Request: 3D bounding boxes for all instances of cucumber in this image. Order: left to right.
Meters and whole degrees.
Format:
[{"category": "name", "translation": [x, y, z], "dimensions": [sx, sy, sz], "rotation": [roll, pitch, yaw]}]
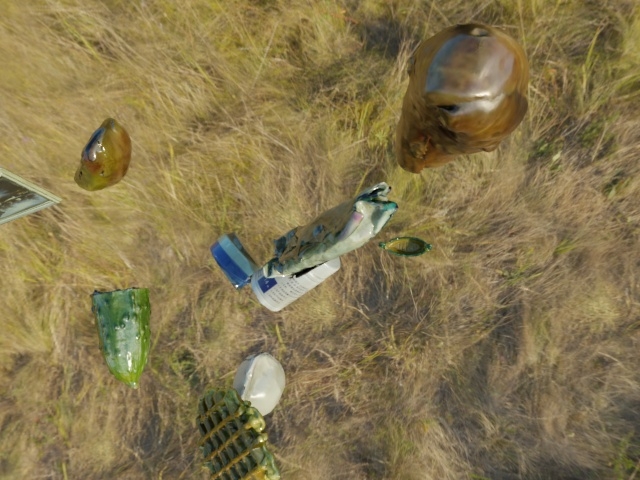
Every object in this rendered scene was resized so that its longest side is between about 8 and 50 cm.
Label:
[{"category": "cucumber", "translation": [-0.457, 0.229, 0.975], "dimensions": [0.134, 0.134, 0.244], "rotation": [-12, 84, 10]}]

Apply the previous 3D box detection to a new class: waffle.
[{"category": "waffle", "translation": [-0.222, 0.507, 1.032], "dimensions": [0.301, 0.058, 0.281], "rotation": [-21, 82, 42]}]

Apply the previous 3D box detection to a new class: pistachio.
[{"category": "pistachio", "translation": [-0.262, -0.098, 0.514], "dimensions": [0.049, 0.173, 0.089], "rotation": [33, 83, -25]}]

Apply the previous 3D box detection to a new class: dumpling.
[{"category": "dumpling", "translation": [-0.221, 0.519, 1.408], "dimensions": [0.181, 0.341, 0.260], "rotation": [26, 60, -14]}]

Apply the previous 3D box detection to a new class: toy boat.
[{"category": "toy boat", "translation": [0.372, 0.027, 1.811], "dimensions": [0.230, 0.088, 0.088], "rotation": [1, 87, 16]}]

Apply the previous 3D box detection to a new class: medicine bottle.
[{"category": "medicine bottle", "translation": [-0.100, 0.126, 1.673], "dimensions": [0.332, 0.190, 0.189], "rotation": [-36, 72, 18]}]

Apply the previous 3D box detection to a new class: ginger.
[{"category": "ginger", "translation": [0.197, -0.194, 0.594], "dimensions": [0.165, 0.321, 0.172], "rotation": [44, 88, 8]}]

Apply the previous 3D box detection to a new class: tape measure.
[{"category": "tape measure", "translation": [-0.391, 0.087, 1.940], "dimensions": [0.138, 0.259, 0.262], "rotation": [-35, 98, -5]}]

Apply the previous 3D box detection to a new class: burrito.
[{"category": "burrito", "translation": [0.002, -0.002, 0.667], "dimensions": [0.309, 0.066, 0.096], "rotation": [-28, 39, 48]}]

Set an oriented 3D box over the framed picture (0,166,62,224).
[{"category": "framed picture", "translation": [-0.785, -0.066, 0.933], "dimensions": [0.296, 0.232, 0.019], "rotation": [-22, 81, -6]}]
